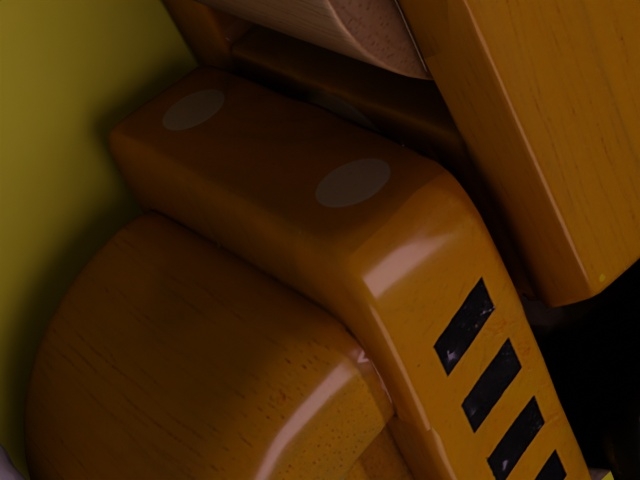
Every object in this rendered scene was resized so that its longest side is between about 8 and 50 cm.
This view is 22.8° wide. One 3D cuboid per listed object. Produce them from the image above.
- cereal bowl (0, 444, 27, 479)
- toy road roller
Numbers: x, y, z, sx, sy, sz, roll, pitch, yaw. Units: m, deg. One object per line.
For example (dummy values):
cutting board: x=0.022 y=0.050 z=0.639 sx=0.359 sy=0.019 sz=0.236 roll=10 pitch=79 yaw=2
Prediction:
cereal bowl: x=-0.208 y=0.179 z=0.455 sx=0.339 sy=0.141 sz=0.338 roll=-11 pitch=109 yaw=-34
toy road roller: x=0.000 y=0.000 z=0.520 sx=0.241 sy=0.202 sz=0.329 roll=-39 pitch=125 yaw=-18
